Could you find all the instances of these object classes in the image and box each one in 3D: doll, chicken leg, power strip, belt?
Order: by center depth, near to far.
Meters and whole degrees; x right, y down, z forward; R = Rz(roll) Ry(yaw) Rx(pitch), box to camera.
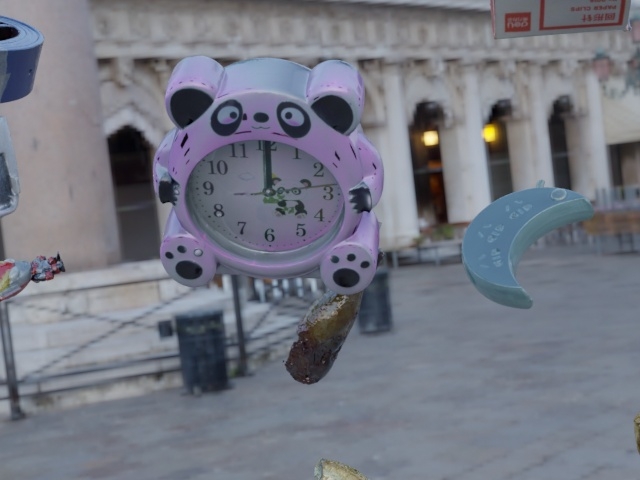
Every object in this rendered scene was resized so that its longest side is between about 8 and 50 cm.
[{"bbox_3d":[0.312,-0.007,1.770,0.167,0.054,0.253,15,53,35],"label":"power strip"},{"bbox_3d":[-0.509,0.063,1.882,0.169,0.057,0.109,-14,39,-20],"label":"doll"},{"bbox_3d":[-0.648,-0.337,2.091,0.212,0.117,0.347,26,20,13],"label":"belt"},{"bbox_3d":[0.028,0.151,2.129,0.083,0.323,0.177,35,45,16],"label":"chicken leg"}]

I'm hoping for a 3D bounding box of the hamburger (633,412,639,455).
[{"bbox_3d":[0.540,0.275,1.545,0.213,0.214,0.108,-6,15,2],"label":"hamburger"}]

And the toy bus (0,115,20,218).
[{"bbox_3d":[-0.426,-0.053,1.129,0.097,0.138,0.342,-10,8,20],"label":"toy bus"}]

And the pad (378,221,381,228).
[{"bbox_3d":[0.000,0.000,2.001,0.190,0.127,0.004,18,-12,17],"label":"pad"}]

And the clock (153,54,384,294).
[{"bbox_3d":[-0.051,-0.062,1.122,0.227,0.248,0.090,2,40,3],"label":"clock"}]

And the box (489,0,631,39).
[{"bbox_3d":[0.306,-0.333,1.449,0.182,0.099,0.133,-2,-42,6],"label":"box"}]

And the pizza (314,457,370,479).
[{"bbox_3d":[0.039,0.422,1.645,0.188,0.204,0.081,-41,-13,-37],"label":"pizza"}]
